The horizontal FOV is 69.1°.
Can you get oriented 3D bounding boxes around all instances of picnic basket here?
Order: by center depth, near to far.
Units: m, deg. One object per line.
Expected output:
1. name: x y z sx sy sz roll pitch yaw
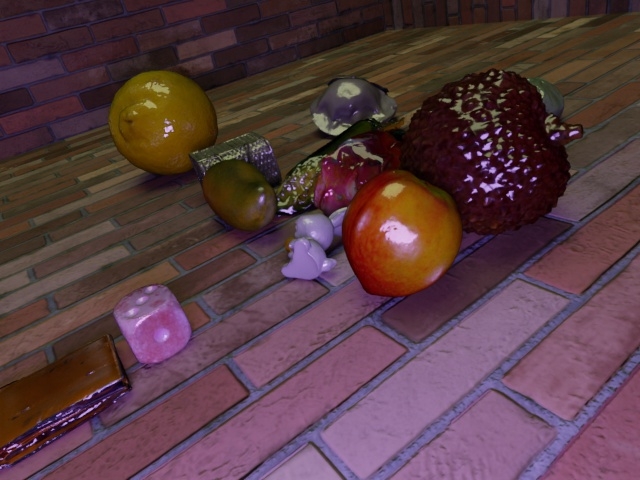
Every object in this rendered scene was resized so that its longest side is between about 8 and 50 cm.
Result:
1. picnic basket: -0.225 -0.192 1.245 0.196 0.134 0.154 -23 27 -17

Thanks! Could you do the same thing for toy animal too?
1. toy animal: 0.000 0.000 0.880 0.127 0.131 0.181 24 45 2

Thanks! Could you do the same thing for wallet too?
1. wallet: -0.383 0.227 0.679 0.195 0.042 0.161 -30 28 -23

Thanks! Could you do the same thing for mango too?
1. mango: -0.179 -0.097 1.049 0.129 0.146 0.289 17 16 -35

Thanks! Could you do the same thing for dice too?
1. dice: -0.265 0.130 0.736 0.093 0.094 0.091 -28 31 -26

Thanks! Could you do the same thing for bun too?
1. bun: 0.544 -0.369 1.239 0.196 0.118 0.195 -9 32 6

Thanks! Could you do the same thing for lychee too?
1. lychee: 0.281 -0.143 0.798 0.304 0.275 0.275 -14 24 37

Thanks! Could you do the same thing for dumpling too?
1. dumpling: 0.102 -0.446 1.527 0.293 0.163 0.204 7 29 13

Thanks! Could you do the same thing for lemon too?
1. lemon: -0.490 -0.369 1.481 0.348 0.348 0.348 -11 29 6

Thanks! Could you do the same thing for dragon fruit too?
1. dragon fruit: 0.124 -0.139 0.965 0.274 0.126 0.161 -31 54 -18

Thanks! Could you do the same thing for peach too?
1. peach: 0.119 -0.005 0.719 0.197 0.197 0.197 -11 29 6

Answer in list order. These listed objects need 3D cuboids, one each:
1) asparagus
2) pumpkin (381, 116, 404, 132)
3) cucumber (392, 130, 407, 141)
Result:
1. asparagus: 0.027 -0.183 1.144 0.128 0.108 0.382 -5 28 47
2. pumpkin: 0.212 -0.347 1.432 0.101 0.035 0.073 -29 21 -19
3. cucumber: 0.257 -0.295 1.318 0.133 0.032 0.032 14 40 39
